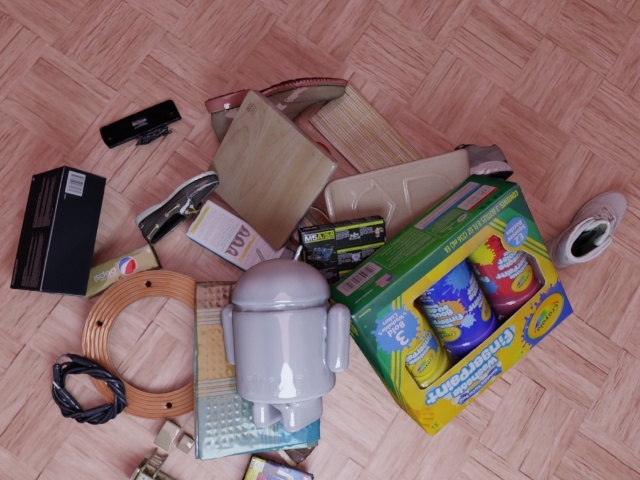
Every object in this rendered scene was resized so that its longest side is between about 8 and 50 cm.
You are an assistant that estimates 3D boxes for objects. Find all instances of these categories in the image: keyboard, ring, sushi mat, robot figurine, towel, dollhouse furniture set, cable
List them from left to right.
[{"bbox_3d":[-0.505,0.335,1.211,0.184,0.047,0.151,20,102,6],"label":"cable"},{"bbox_3d":[-0.429,-0.267,1.349,0.192,0.038,0.100,-25,62,-8],"label":"keyboard"},{"bbox_3d":[-0.362,0.233,1.254,0.336,0.032,0.337,0,91,-4],"label":"ring"},{"bbox_3d":[-0.300,0.508,1.207,0.182,0.101,0.161,31,80,-1],"label":"dollhouse furniture set"},{"bbox_3d":[-0.140,0.270,1.219,0.271,0.040,0.370,-1,78,-14],"label":"towel"},{"bbox_3d":[-0.073,0.189,1.109,0.299,0.199,0.354,-5,88,27],"label":"robot figurine"},{"bbox_3d":[0.129,-0.243,1.406,0.151,0.019,0.316,-44,88,-9],"label":"sushi mat"}]

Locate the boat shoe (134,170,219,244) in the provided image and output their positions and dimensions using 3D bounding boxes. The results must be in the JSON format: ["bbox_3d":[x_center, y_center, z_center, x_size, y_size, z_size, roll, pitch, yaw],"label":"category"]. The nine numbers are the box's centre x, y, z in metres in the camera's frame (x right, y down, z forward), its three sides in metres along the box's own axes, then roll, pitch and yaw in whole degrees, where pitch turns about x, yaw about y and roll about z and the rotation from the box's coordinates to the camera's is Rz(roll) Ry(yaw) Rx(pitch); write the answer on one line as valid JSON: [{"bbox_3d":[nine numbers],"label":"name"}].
[{"bbox_3d":[-0.319,-0.075,1.283,0.227,0.081,0.069,-34,78,11],"label":"boat shoe"}]

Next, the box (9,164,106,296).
[{"bbox_3d":[-0.569,-0.015,1.207,0.103,0.184,0.261,16,77,-47],"label":"box"}]

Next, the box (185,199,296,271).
[{"bbox_3d":[-0.185,0.011,1.313,0.244,0.060,0.101,31,80,-1],"label":"box"}]

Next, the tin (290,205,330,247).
[{"bbox_3d":[0.000,0.000,1.348,0.106,0.040,0.190,-42,88,-6],"label":"tin"}]

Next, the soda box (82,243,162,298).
[{"bbox_3d":[-0.461,0.072,1.274,0.181,0.061,0.058,-24,86,-9],"label":"soda box"}]

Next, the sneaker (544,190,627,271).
[{"bbox_3d":[0.680,-0.031,1.360,0.292,0.169,0.108,-40,86,-11],"label":"sneaker"}]

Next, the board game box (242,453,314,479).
[{"bbox_3d":[-0.092,0.591,1.232,0.194,0.060,0.194,21,87,-5],"label":"board game box"}]

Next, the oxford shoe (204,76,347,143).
[{"bbox_3d":[-0.097,-0.319,1.360,0.348,0.123,0.130,-14,105,-5],"label":"oxford shoe"}]

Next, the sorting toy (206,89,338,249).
[{"bbox_3d":[-0.103,-0.160,1.260,0.255,0.089,0.257,43,121,12],"label":"sorting toy"}]

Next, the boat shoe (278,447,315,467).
[{"bbox_3d":[-0.099,0.414,1.258,0.073,0.073,0.207,-43,98,2],"label":"boat shoe"}]

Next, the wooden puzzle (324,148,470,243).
[{"bbox_3d":[0.196,-0.026,1.302,0.347,0.080,0.322,-15,110,-8],"label":"wooden puzzle"}]

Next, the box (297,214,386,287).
[{"bbox_3d":[0.053,0.048,1.225,0.190,0.045,0.184,-10,107,-12],"label":"box"}]

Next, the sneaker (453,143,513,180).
[{"bbox_3d":[0.340,-0.185,1.385,0.271,0.100,0.108,-6,68,-17],"label":"sneaker"}]

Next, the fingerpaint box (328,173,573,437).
[{"bbox_3d":[0.293,0.138,1.223,0.444,0.163,0.371,-37,115,-10],"label":"fingerpaint box"}]
